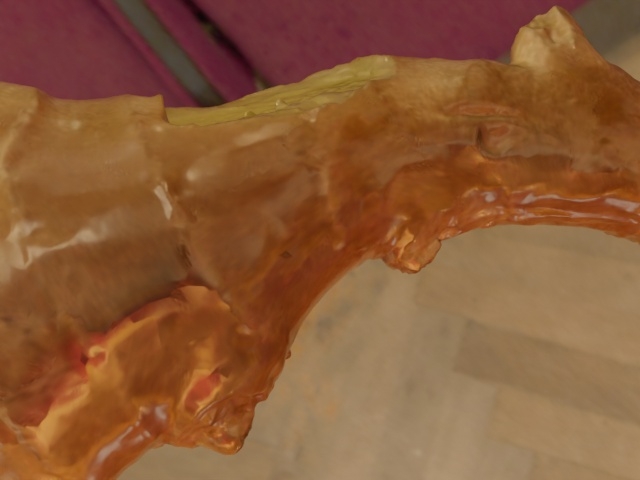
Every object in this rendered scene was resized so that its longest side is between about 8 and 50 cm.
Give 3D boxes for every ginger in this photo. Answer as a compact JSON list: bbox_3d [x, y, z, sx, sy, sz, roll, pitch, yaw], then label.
[{"bbox_3d":[0.000,0.000,0.548,0.295,0.086,0.131,-11,79,-20],"label":"ginger"}]
